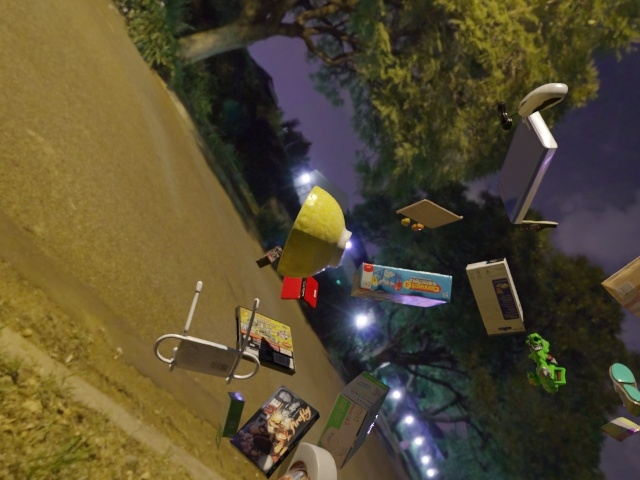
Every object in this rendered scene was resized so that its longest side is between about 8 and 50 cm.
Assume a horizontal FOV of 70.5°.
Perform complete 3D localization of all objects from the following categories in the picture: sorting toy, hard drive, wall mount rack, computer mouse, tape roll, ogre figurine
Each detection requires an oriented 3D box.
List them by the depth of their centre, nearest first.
[{"bbox_3d":[0.581,-0.384,1.258,0.042,0.193,0.106,32,55,-29],"label":"computer mouse"},{"bbox_3d":[0.634,0.354,1.282,0.197,0.097,0.118,73,17,-47],"label":"ogre figurine"},{"bbox_3d":[-0.047,0.727,1.353,0.072,0.219,0.219,30,14,-26],"label":"tape roll"},{"bbox_3d":[0.660,-0.239,1.477,0.319,0.040,0.210,89,1,-49],"label":"hard drive"},{"bbox_3d":[-0.357,0.321,1.513,0.350,0.304,0.130,19,17,-18],"label":"wall mount rack"},{"bbox_3d":[0.475,-0.115,2.100,0.307,0.229,0.041,-23,-130,64],"label":"sorting toy"}]

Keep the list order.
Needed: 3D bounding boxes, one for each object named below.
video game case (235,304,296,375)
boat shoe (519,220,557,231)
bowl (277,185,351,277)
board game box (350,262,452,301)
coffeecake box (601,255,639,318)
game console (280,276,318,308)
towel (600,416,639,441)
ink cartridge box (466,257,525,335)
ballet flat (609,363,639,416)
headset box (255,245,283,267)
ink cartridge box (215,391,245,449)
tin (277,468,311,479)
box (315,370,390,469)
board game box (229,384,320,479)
[{"bbox_3d":[-0.229,0.413,1.874,0.275,0.035,0.248,29,28,-30],"label":"video game case"},{"bbox_3d":[0.832,-0.054,1.730,0.049,0.133,0.042,-10,100,-55],"label":"boat shoe"},{"bbox_3d":[0.000,0.000,1.347,0.156,0.289,0.289,24,-6,3],"label":"bowl"},{"bbox_3d":[0.274,0.166,1.620,0.308,0.302,0.086,94,5,-78],"label":"board game box"},{"bbox_3d":[0.827,0.114,1.151,0.185,0.142,0.068,24,30,-39],"label":"coffeecake box"},{"bbox_3d":[-0.082,0.202,1.814,0.124,0.085,0.144,47,31,-30],"label":"game console"},{"bbox_3d":[0.784,0.492,1.183,0.060,0.083,0.009,-154,-129,-64],"label":"towel"},{"bbox_3d":[0.765,0.249,1.969,0.065,0.165,0.333,-36,109,-57],"label":"ink cartridge box"},{"bbox_3d":[0.970,0.476,1.444,0.213,0.072,0.068,-51,147,-65],"label":"ballet flat"},{"bbox_3d":[-0.170,0.056,1.495,0.032,0.062,0.083,59,40,-8],"label":"headset box"},{"bbox_3d":[-0.380,0.753,1.892,0.109,0.062,0.209,-179,-76,-69],"label":"ink cartridge box"},{"bbox_3d":[-0.107,0.679,1.189,0.040,0.189,0.106,63,-18,-5],"label":"tin"},{"bbox_3d":[0.120,0.648,1.647,0.126,0.262,0.231,28,17,24],"label":"box"},{"bbox_3d":[-0.142,0.595,1.430,0.165,0.243,0.042,25,-40,32],"label":"board game box"}]
